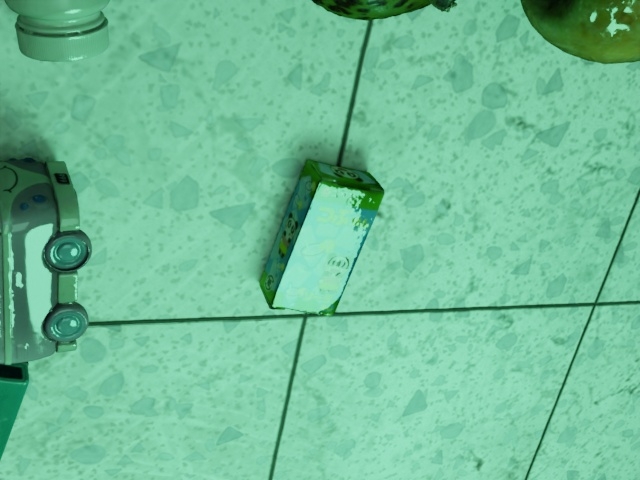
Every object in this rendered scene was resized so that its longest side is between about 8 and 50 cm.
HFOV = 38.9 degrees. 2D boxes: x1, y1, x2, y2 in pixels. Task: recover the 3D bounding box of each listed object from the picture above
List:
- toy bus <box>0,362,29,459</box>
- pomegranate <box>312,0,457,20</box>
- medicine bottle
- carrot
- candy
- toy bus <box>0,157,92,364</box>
[{"bbox_3d":[-0.413,0.208,1.105,0.079,0.092,0.160,14,114,-28],"label":"toy bus"},{"bbox_3d":[0.063,-0.326,0.870,0.254,0.270,0.254,-31,164,-10],"label":"pomegranate"},{"bbox_3d":[-0.254,-0.273,0.861,0.103,0.103,0.186,-9,124,-17],"label":"medicine bottle"},{"bbox_3d":[0.402,-0.325,1.037,0.341,0.224,0.224,-12,124,-23],"label":"carrot"},{"bbox_3d":[0.000,0.000,1.166,0.097,0.062,0.194,10,116,-26],"label":"candy"},{"bbox_3d":[-0.331,0.020,0.990,0.142,0.142,0.202,-3,122,-22],"label":"toy bus"}]
